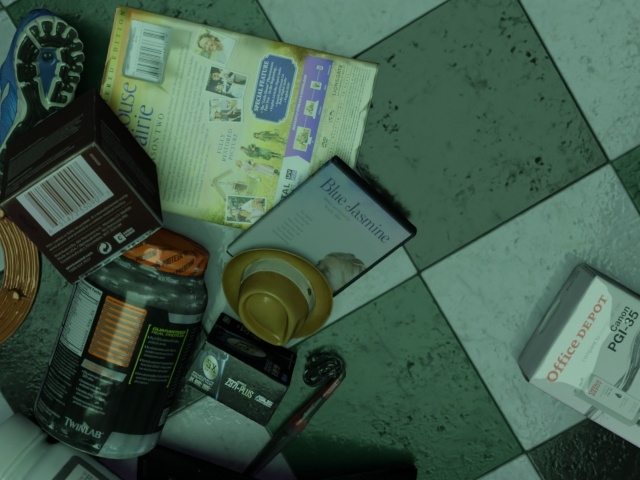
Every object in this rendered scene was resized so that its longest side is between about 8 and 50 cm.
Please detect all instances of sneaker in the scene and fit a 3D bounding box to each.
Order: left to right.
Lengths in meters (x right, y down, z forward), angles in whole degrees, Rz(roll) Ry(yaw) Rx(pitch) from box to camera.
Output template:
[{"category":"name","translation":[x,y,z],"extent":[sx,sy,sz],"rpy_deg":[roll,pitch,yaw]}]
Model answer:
[{"category":"sneaker","translation":[-0.441,-0.207,1.725],"extent":[0.129,0.147,0.330],"rpy_deg":[5,117,-24]}]

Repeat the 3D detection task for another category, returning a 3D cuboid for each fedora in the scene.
[{"category":"fedora","translation":[-0.075,0.102,1.736],"extent":[0.194,0.079,0.194],"rpy_deg":[7,131,9]}]

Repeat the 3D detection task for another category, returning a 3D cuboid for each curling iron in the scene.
[{"category":"curling iron","translation":[-0.049,0.296,1.825],"extent":[0.068,0.035,0.274],"rpy_deg":[38,104,18]}]

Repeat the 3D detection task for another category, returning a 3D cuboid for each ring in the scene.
[{"category":"ring","translation":[-0.630,0.039,1.806],"extent":[0.336,0.032,0.337],"rpy_deg":[0,98,2]}]

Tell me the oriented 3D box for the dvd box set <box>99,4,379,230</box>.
[{"category":"dvd box set","translation":[-0.144,-0.176,1.741],"extent":[0.420,0.062,0.308],"rpy_deg":[12,99,0]}]

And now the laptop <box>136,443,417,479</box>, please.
[{"category":"laptop","translation":[-0.087,0.534,1.854],"extent":[0.408,0.236,0.382],"rpy_deg":[12,105,29]}]

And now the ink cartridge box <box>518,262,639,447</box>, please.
[{"category":"ink cartridge box","translation":[0.489,0.197,1.747],"extent":[0.283,0.117,0.207],"rpy_deg":[30,99,-3]}]

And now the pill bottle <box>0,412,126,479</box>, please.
[{"category":"pill bottle","translation":[-0.381,0.441,1.703],"extent":[0.361,0.204,0.204],"rpy_deg":[38,98,1]}]

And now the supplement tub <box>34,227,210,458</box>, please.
[{"category":"supplement tub","translation":[-0.303,0.150,1.723],"extent":[0.207,0.207,0.338],"rpy_deg":[21,99,-1]}]

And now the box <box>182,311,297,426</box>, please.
[{"category":"box","translation":[-0.123,0.200,1.737],"extent":[0.147,0.180,0.077],"rpy_deg":[30,101,-2]}]

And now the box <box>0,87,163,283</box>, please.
[{"category":"box","translation":[-0.347,-0.082,1.607],"extent":[0.168,0.203,0.167],"rpy_deg":[-32,121,8]}]

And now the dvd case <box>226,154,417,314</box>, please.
[{"category":"dvd case","translation":[0.000,0.000,1.718],"extent":[0.180,0.022,0.253],"rpy_deg":[41,120,-18]}]
